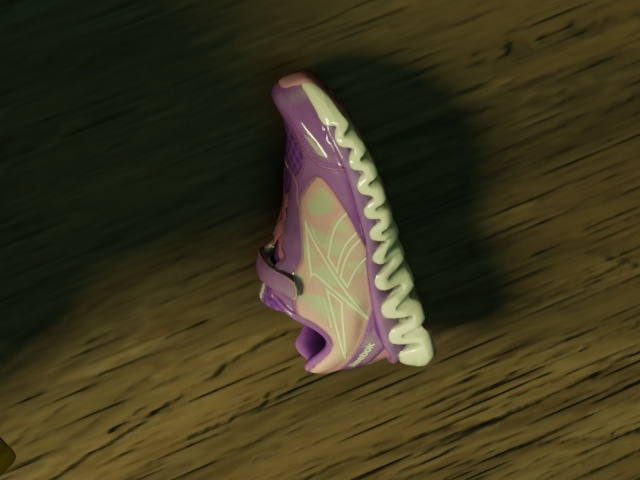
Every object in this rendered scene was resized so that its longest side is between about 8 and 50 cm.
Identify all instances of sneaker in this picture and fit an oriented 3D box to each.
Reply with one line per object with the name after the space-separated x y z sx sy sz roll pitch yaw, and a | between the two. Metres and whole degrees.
0.000 0.000 1.136 0.104 0.095 0.236 -19 119 0 | sneaker

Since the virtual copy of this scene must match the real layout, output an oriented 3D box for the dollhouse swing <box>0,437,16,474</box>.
-0.386 0.062 0.915 0.315 0.305 0.347 -37 120 1 | dollhouse swing
